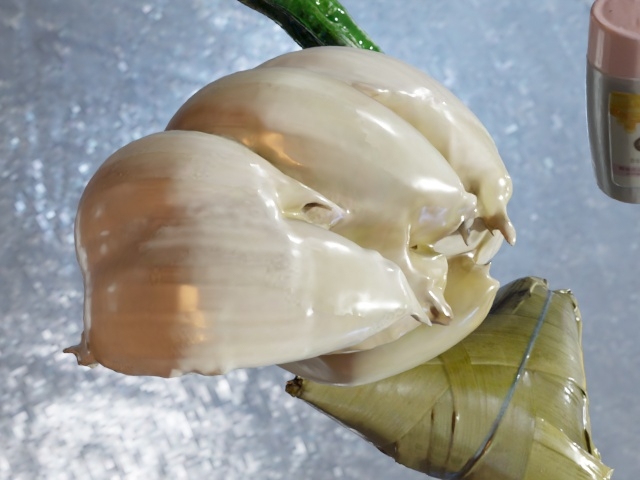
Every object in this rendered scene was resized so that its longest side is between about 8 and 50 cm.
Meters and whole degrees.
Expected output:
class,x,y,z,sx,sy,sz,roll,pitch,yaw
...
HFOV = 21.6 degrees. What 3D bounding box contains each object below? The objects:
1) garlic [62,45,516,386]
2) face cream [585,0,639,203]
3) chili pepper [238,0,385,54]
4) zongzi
class,x,y,z,sx,sy,sz,roll,pitch,yaw
garlic,0.003,-0.016,0.887,0.281,0.203,0.185,11,80,-61
face cream,0.236,-0.104,1.228,0.198,0.084,0.057,77,11,-56
chili pepper,0.000,-0.175,1.342,0.227,0.059,0.088,40,37,-7
zongzi,0.089,0.090,1.266,0.256,0.115,0.228,22,35,-14
